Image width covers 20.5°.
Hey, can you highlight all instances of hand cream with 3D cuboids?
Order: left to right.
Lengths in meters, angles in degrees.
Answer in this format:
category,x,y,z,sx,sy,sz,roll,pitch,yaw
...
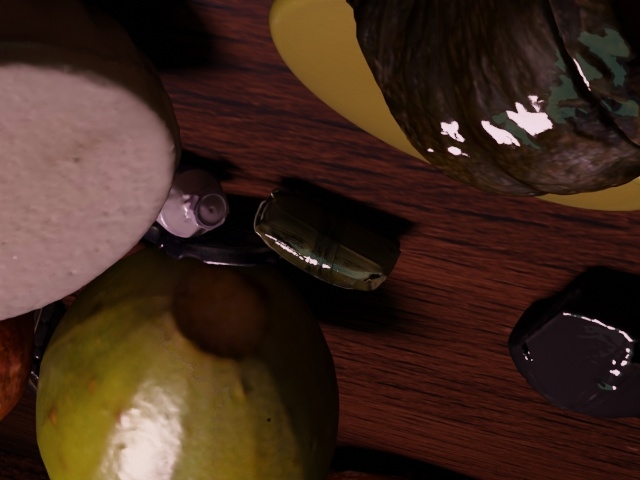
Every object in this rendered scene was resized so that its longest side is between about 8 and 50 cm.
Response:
category,x,y,z,sx,sy,sz,roll,pitch,yaw
hand cream,-0.115,-0.039,1.293,0.084,0.053,0.142,32,176,-37

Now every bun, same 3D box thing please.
category,x,y,z,sx,sy,sz,roll,pitch,yaw
bun,-0.223,-0.083,1.049,0.263,0.175,0.263,-14,146,-10

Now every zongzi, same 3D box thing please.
category,x,y,z,sx,sy,sz,roll,pitch,yaw
zongzi,0.000,0.000,1.278,0.104,0.052,0.113,27,177,-4

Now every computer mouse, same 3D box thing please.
category,x,y,z,sx,sy,sz,roll,pitch,yaw
computer mouse,0.199,0.085,1.269,0.122,0.073,0.217,21,164,-6

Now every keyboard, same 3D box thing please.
category,x,y,z,sx,sy,sz,roll,pitch,yaw
keyboard,-0.305,0.145,2.049,0.027,0.106,0.317,16,166,5

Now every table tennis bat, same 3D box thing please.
category,x,y,z,sx,sy,sz,roll,pitch,yaw
table tennis bat,0.139,-0.060,0.885,0.369,0.054,0.224,17,164,26

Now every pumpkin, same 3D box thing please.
category,x,y,z,sx,sy,sz,roll,pitch,yaw
pumpkin,0.074,-0.099,0.671,0.248,0.126,0.131,31,159,-35

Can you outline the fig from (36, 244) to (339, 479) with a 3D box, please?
category,x,y,z,sx,sy,sz,roll,pitch,yaw
fig,-0.102,0.116,1.449,0.258,0.258,0.326,19,146,2

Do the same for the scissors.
category,x,y,z,sx,sy,sz,roll,pitch,yaw
scissors,-0.139,-0.012,1.366,0.300,0.022,0.109,9,-168,38

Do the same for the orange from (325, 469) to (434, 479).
category,x,y,z,sx,sy,sz,roll,pitch,yaw
orange,0.089,0.448,2.210,0.424,0.326,0.424,8,-179,0

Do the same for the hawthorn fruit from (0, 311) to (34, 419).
category,x,y,z,sx,sy,sz,roll,pitch,yaw
hawthorn fruit,-0.434,0.119,1.744,0.277,0.298,0.277,25,155,12
